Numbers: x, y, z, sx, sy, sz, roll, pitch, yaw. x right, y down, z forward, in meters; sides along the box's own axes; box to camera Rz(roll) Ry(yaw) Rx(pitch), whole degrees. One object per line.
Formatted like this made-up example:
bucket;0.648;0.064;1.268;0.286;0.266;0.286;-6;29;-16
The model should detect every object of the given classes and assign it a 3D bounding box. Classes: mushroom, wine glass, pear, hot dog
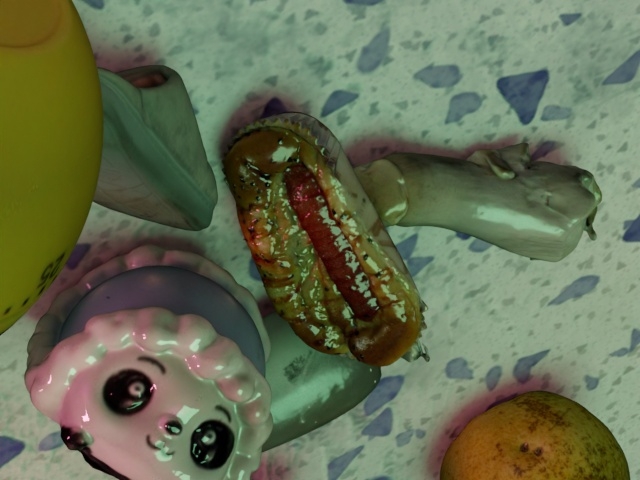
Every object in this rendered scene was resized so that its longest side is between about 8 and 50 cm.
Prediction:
mushroom;0.137;-0.034;1.752;0.278;0.096;0.099;7;123;-32
wine glass;-0.014;0.111;1.777;0.204;0.111;0.111;-30;140;-5
pear;0.224;0.261;2.029;0.197;0.197;0.197;-18;137;-18
hot dog;0.000;0.000;1.650;0.131;0.069;0.252;-11;121;26

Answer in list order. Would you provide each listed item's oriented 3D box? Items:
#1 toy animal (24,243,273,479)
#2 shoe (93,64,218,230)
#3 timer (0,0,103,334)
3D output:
toy animal;-0.121;0.109;1.615;0.208;0.204;0.156;38;104;-17
shoe;-0.147;-0.088;1.519;0.251;0.103;0.100;50;51;-62
timer;-0.326;-0.042;1.247;0.376;0.376;0.387;12;132;-41
